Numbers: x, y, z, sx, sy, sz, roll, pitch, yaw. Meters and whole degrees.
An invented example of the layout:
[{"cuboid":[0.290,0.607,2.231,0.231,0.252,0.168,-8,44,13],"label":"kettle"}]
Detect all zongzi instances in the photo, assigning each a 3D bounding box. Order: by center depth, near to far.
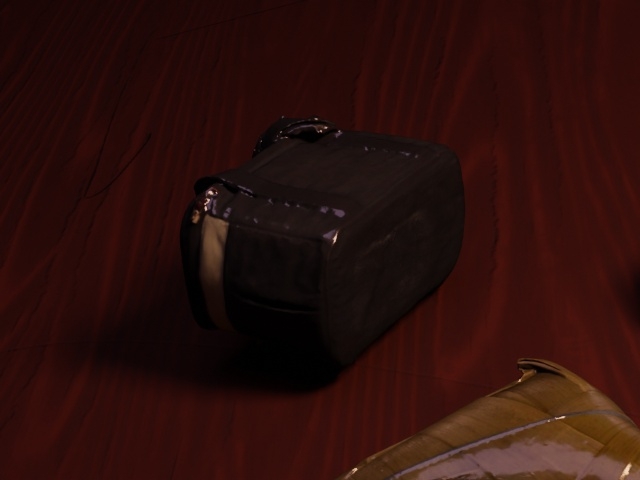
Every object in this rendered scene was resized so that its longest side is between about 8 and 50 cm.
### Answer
[{"cuboid":[0.151,0.202,1.176,0.228,0.115,0.256,-27,40,-21],"label":"zongzi"}]

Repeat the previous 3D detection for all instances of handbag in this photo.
[{"cuboid":[0.000,0.000,1.556,0.181,0.181,0.254,14,35,31],"label":"handbag"}]
